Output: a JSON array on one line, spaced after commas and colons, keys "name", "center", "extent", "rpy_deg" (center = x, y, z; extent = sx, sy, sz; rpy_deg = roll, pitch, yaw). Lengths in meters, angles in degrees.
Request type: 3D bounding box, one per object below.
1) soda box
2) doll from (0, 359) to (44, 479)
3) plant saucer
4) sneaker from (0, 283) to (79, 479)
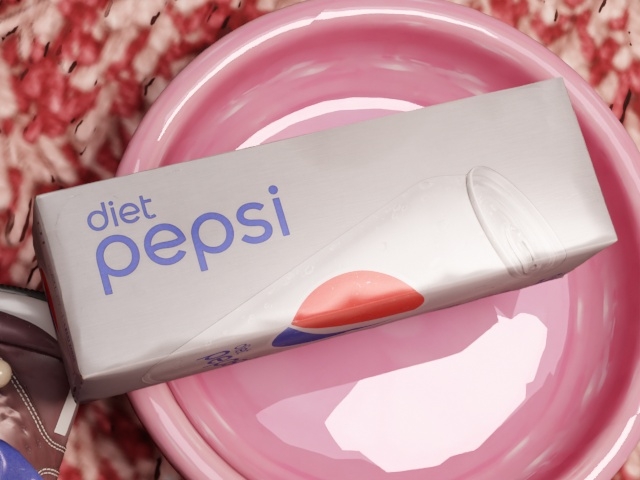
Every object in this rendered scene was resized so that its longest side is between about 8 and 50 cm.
[{"name": "soda box", "center": [0.000, 0.000, 0.833], "extent": [0.286, 0.091, 0.098], "rpy_deg": [-13, 79, -14]}, {"name": "doll", "center": [-0.199, 0.111, 0.795], "extent": [0.129, 0.046, 0.189], "rpy_deg": [-39, 99, -18]}, {"name": "plant saucer", "center": [0.038, 0.024, 0.926], "extent": [0.332, 0.084, 0.332], "rpy_deg": [2, 76, -9]}, {"name": "sneaker", "center": [-0.264, 0.091, 0.841], "extent": [0.281, 0.106, 0.163], "rpy_deg": [10, 77, -9]}]
